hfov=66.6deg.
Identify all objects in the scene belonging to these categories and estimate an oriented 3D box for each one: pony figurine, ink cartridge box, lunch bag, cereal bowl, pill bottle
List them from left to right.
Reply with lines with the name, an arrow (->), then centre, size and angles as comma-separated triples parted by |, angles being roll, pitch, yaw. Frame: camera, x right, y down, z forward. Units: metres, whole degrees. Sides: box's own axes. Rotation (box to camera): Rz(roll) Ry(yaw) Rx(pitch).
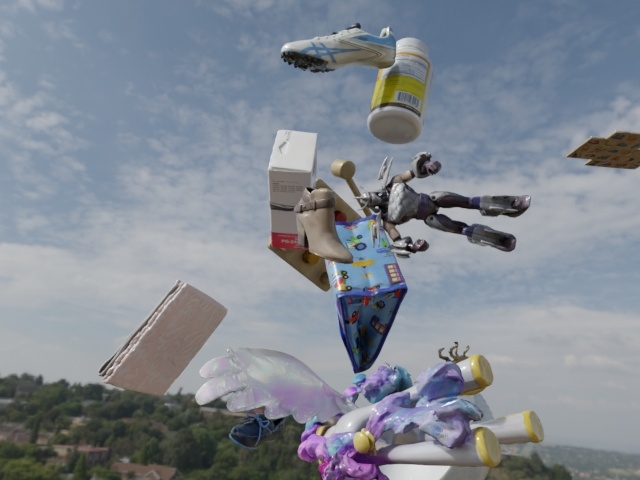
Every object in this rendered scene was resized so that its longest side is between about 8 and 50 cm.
ink cartridge box -> -0.064, -0.122, 1.179 | 0.100, 0.171, 0.237 | 4, -48, 1
lunch bag -> 0.083, 0.128, 1.065 | 0.138, 0.220, 0.293 | -7, -47, -6
pony figurine -> 0.057, 0.261, 0.634 | 0.364, 0.302, 0.351 | -27, -26, 30
pill bottle -> 0.175, -0.322, 1.042 | 0.118, 0.214, 0.117 | 13, -21, 5
cereal bowl -> 0.257, 0.477, 1.088 | 0.141, 0.339, 0.339 | 45, -29, -7

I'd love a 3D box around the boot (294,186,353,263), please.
boot -> 0.006, -0.025, 0.660 | 0.042, 0.086, 0.119 | -3, 17, -45

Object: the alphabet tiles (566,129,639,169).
alphabet tiles -> 0.822, -0.247, 1.341 | 0.238, 0.009, 0.198 | 5, -15, -4

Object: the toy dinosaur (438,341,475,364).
toy dinosaur -> 0.350, 0.325, 1.281 | 0.183, 0.092, 0.053 | -20, -3, -25

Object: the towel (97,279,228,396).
towel -> -0.431, 0.286, 1.396 | 0.053, 0.331, 0.317 | 34, -12, 23

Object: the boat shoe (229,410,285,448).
boat shoe -> -0.190, 0.560, 1.481 | 0.109, 0.089, 0.258 | 31, -1, 20

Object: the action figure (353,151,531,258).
action figure -> 0.198, -0.056, 0.846 | 0.285, 0.185, 0.099 | 9, 8, 2

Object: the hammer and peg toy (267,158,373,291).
hammer and peg toy -> 0.040, -0.051, 1.456 | 0.266, 0.361, 0.127 | 41, -10, -29

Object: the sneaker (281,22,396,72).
sneaker -> 0.036, -0.378, 0.953 | 0.238, 0.086, 0.085 | -8, 7, -17
